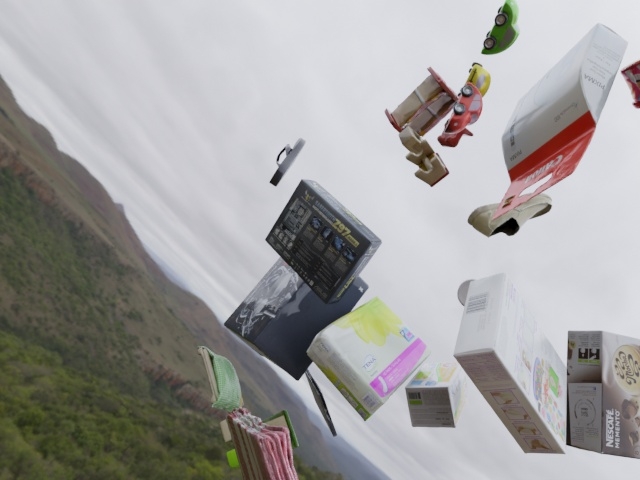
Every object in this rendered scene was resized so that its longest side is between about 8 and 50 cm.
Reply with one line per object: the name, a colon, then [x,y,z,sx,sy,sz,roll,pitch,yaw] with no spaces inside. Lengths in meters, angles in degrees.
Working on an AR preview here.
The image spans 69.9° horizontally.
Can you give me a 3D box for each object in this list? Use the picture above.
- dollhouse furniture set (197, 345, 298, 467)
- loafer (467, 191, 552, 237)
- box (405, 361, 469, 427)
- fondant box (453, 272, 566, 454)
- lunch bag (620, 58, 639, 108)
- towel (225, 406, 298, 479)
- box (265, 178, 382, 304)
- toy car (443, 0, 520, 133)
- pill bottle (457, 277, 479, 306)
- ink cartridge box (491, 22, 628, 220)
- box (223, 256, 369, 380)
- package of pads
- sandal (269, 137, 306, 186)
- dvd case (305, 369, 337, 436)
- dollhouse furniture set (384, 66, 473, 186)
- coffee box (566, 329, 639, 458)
dollhouse furniture set: [-0.186,0.407,1.186,0.197,0.151,0.301,83,-15,-62]
loafer: [0.560,-0.065,1.329,0.102,0.269,0.092,94,-21,-59]
box: [0.312,0.400,1.205,0.114,0.103,0.203,-11,-1,27]
fondant box: [0.437,0.274,1.026,0.096,0.238,0.330,-24,-68,40]
lunch bag: [0.790,-0.372,0.888,0.120,0.258,0.293,63,-8,-9]
towel: [-0.061,0.349,0.606,0.237,0.037,0.329,72,-22,9]
box: [0.000,0.000,1.041,0.233,0.183,0.059,43,24,24]
toy car: [0.311,-0.326,0.848,0.053,0.239,0.225,25,-47,7]
pill bottle: [0.605,0.214,1.739,0.117,0.117,0.208,32,6,35]
ink cartridge box: [0.520,-0.261,1.076,0.091,0.385,0.308,32,-19,0]
box: [-0.081,0.197,1.384,0.179,0.343,0.312,46,-19,-20]
package of pads: [0.130,0.286,1.193,0.229,0.296,0.101,45,-55,17]
sandal: [-0.105,-0.256,1.400,0.054,0.254,0.097,33,-56,-6]
dvd case: [-0.005,0.529,1.539,0.221,0.018,0.164,-147,-142,-72]
dollhouse furniture set: [0.348,-0.327,1.363,0.152,0.201,0.374,30,32,-35]
coffee box: [0.746,0.396,1.190,0.168,0.297,0.119,14,-15,-14]
